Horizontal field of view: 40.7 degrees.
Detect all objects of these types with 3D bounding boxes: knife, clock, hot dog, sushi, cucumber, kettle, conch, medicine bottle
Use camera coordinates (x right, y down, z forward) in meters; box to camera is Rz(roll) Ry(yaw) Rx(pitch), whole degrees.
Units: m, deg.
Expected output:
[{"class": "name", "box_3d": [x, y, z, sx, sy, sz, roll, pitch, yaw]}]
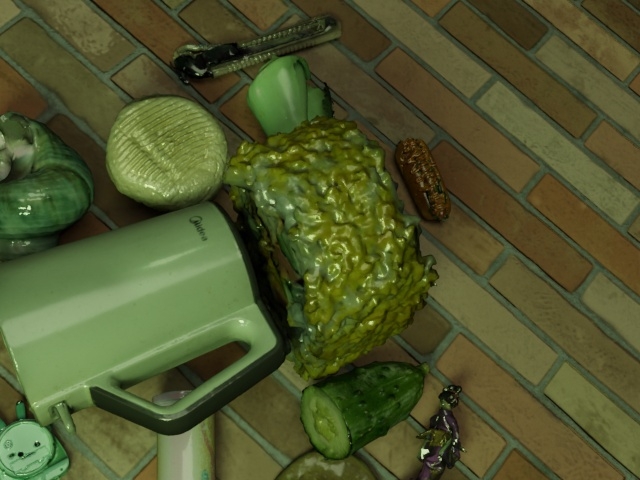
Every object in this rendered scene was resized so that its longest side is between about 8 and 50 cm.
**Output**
[{"class": "knife", "box_3d": [-0.118, -0.389, 1.698, 0.365, 0.043, 0.089, -21, 75, -20]}, {"class": "clock", "box_3d": [-0.455, 0.319, 1.325, 0.101, 0.041, 0.135, -28, 76, -22]}, {"class": "hot dog", "box_3d": [0.198, -0.122, 1.651, 0.072, 0.055, 0.188, -17, 73, -17]}, {"class": "sushi", "box_3d": [0.000, 0.000, 1.375, 0.240, 0.396, 0.351, -24, 67, -16]}, {"class": "cucumber", "box_3d": [0.090, 0.258, 1.428, 0.244, 0.134, 0.134, -21, 73, -33]}, {"class": "kettle", "box_3d": [-0.272, 0.133, 1.308, 0.376, 0.250, 0.361, -21, 52, -21]}, {"class": "conch", "box_3d": [-0.481, -0.076, 1.423, 0.220, 0.195, 0.277, 3, 90, 10]}, {"class": "conch", "box_3d": [-0.036, -0.230, 1.610, 0.137, 0.143, 0.251, -35, 92, 19]}, {"class": "medicine bottle", "box_3d": [-0.202, 0.447, 1.301, 0.108, 0.108, 0.426, 1, 70, -12]}]

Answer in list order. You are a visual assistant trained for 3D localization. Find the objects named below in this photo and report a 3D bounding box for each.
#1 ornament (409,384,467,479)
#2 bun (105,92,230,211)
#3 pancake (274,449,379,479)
[{"class": "ornament", "box_3d": [0.196, 0.340, 1.446, 0.088, 0.081, 0.203, 24, 63, -3]}, {"class": "bun", "box_3d": [-0.265, -0.145, 1.514, 0.220, 0.134, 0.220, 7, 69, -17]}, {"class": "pancake", "box_3d": [0.019, 0.454, 1.372, 0.241, 0.050, 0.242, 4, 68, -11]}]
